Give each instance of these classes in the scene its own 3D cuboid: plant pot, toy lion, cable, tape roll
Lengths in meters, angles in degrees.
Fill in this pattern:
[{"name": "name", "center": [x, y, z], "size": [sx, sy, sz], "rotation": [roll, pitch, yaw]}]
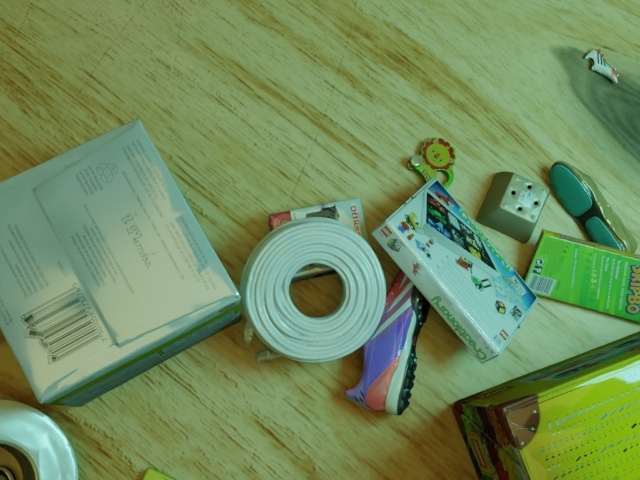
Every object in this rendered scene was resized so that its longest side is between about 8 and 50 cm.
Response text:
[{"name": "plant pot", "center": [0.371, -0.071, 1.685], "size": [0.109, 0.096, 0.109], "rotation": [25, 80, 2]}, {"name": "toy lion", "center": [0.223, -0.146, 1.725], "size": [0.096, 0.034, 0.100], "rotation": [-30, 84, -15]}, {"name": "cable", "center": [-0.012, 0.087, 1.573], "size": [0.257, 0.089, 0.257], "rotation": [-3, 90, -4]}, {"name": "tape roll", "center": [-0.559, 0.412, 1.497], "size": [0.286, 0.100, 0.286], "rotation": [8, 74, -30]}]

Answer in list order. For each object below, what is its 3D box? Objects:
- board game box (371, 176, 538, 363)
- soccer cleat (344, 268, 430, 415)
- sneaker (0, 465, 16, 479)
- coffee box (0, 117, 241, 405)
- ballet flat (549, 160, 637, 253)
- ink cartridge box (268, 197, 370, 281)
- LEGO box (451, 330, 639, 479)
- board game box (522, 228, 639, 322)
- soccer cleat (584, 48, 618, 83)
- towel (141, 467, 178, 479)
[{"name": "board game box", "center": [0.248, 0.048, 1.616], "size": [0.305, 0.053, 0.193], "rotation": [50, 44, 0]}, {"name": "soccer cleat", "center": [0.130, 0.154, 1.637], "size": [0.117, 0.108, 0.318], "rotation": [9, 77, 17]}, {"name": "sneaker", "center": [-0.631, 0.482, 1.540], "size": [0.235, 0.097, 0.084], "rotation": [-37, 85, -8]}, {"name": "coffee box", "center": [-0.359, 0.053, 1.505], "size": [0.338, 0.334, 0.337], "rotation": [-28, 82, -9]}, {"name": "ballet flat", "center": [0.524, -0.059, 1.714], "size": [0.073, 0.080, 0.232], "rotation": [-29, 85, -35]}, {"name": "ink cartridge box", "center": [0.000, 0.000, 1.665], "size": [0.175, 0.072, 0.127], "rotation": [-11, 81, -4]}, {"name": "LEGO box", "center": [0.514, 0.279, 1.496], "size": [0.501, 0.372, 0.193], "rotation": [-20, 83, -6]}, {"name": "board game box", "center": [0.519, 0.070, 1.670], "size": [0.260, 0.039, 0.124], "rotation": [16, 116, 2]}, {"name": "soccer cleat", "center": [0.558, -0.342, 1.775], "size": [0.036, 0.029, 0.083], "rotation": [-33, 81, 1]}, {"name": "towel", "center": [-0.316, 0.533, 1.590], "size": [0.102, 0.021, 0.237], "rotation": [26, 79, -4]}]
